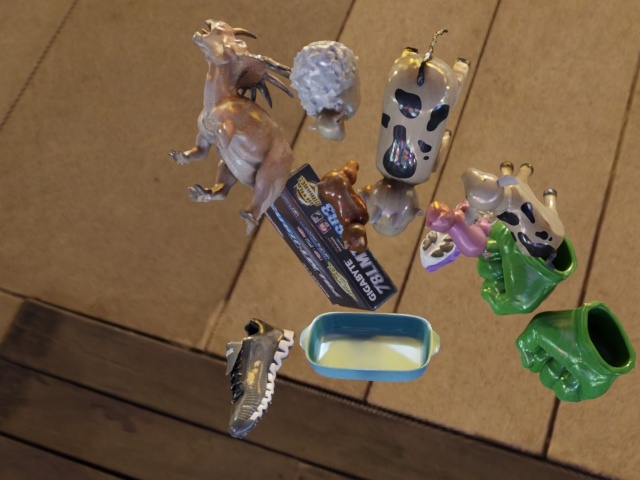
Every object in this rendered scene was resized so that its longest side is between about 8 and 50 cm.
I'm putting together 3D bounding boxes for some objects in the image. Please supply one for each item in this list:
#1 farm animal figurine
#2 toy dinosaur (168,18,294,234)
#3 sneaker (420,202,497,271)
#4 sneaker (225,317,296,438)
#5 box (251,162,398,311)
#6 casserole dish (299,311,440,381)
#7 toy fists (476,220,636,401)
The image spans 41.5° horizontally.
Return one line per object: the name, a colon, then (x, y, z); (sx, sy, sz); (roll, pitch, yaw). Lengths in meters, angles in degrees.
farm animal figurine: (0.132, -0.089, 1.053); (0.330, 0.326, 0.172); (1, 31, 19)
toy dinosaur: (-0.096, -0.147, 1.179); (0.127, 0.295, 0.200); (8, 44, 39)
sneaker: (0.239, -0.007, 1.490); (0.170, 0.071, 0.068); (-34, 62, -17)
sneaker: (-0.125, 0.223, 1.429); (0.106, 0.078, 0.234); (34, 46, -11)
box: (0.000, 0.000, 1.651); (0.073, 0.293, 0.295); (-38, 98, -14)
casserole dish: (0.067, 0.147, 1.144); (0.188, 0.037, 0.114); (1, 36, 8)
toy fists: (0.314, 0.098, 1.193); (0.096, 0.142, 0.279); (-23, 77, -31)
